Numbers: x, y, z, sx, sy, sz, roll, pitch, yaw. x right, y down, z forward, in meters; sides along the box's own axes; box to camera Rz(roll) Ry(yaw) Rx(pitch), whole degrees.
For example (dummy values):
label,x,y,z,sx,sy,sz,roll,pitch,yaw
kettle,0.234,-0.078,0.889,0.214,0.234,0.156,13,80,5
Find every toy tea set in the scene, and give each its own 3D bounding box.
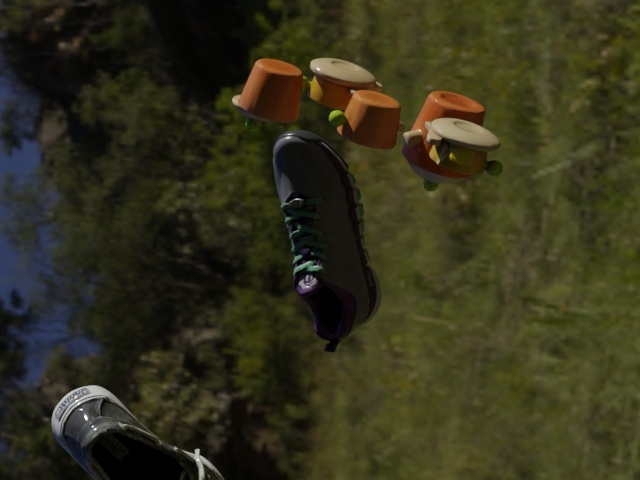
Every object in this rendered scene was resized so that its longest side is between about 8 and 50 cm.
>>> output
label,x,y,z,sx,sy,sz,roll,pitch,yaw
toy tea set,0.058,-0.130,1.819,0.200,0.336,0.124,-64,-9,-68

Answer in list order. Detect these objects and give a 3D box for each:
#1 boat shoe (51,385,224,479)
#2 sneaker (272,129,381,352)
label,x,y,z,sx,sy,sz,roll,pitch,yaw
boat shoe,-0.179,0.277,1.688,0.113,0.105,0.306,-43,-50,-9
sneaker,0.000,0.000,1.511,0.098,0.083,0.223,-49,-58,-56
